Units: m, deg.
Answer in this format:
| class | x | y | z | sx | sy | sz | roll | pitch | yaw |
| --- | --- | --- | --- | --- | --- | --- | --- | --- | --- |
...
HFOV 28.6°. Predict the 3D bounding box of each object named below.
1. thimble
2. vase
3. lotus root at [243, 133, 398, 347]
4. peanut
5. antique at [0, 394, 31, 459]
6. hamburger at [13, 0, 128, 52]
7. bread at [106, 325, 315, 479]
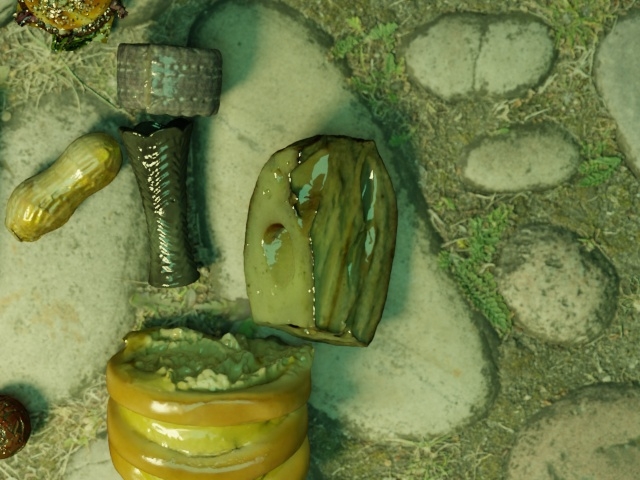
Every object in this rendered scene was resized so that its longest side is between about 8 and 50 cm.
| class | x | y | z | sx | sy | sz | roll | pitch | yaw |
| --- | --- | --- | --- | --- | --- | --- | --- | --- | --- |
| thimble | -0.212 | -0.229 | 1.776 | 0.150 | 0.150 | 0.098 | 5 | 100 | -3 |
| vase | -0.226 | -0.053 | 1.832 | 0.115 | 0.115 | 0.237 | -5 | 103 | -1 |
| lotus root | -0.005 | -0.001 | 1.840 | 0.210 | 0.142 | 0.314 | 2 | 97 | -40 |
| peanut | -0.376 | -0.079 | 1.827 | 0.206 | 0.087 | 0.087 | -41 | 99 | 4 |
| antique | -0.482 | 0.281 | 1.881 | 0.104 | 0.104 | 0.104 | 0 | 100 | -2 |
| hamburger | -0.356 | -0.360 | 1.774 | 0.164 | 0.093 | 0.189 | 1 | 102 | -3 |
| bread | -0.166 | 0.271 | 1.837 | 0.315 | 0.211 | 0.270 | 7 | 101 | -1 |
